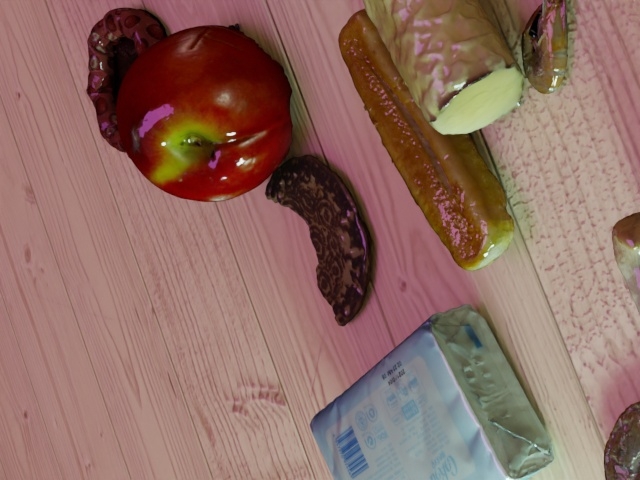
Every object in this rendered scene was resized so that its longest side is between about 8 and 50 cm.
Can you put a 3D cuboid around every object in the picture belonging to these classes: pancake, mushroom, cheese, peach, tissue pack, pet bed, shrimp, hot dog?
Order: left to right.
[{"bbox_3d":[-0.237,-0.198,1.856,0.201,0.053,0.201,16,110,54],"label":"pet bed"},{"bbox_3d":[-0.123,-0.146,1.642,0.196,0.226,0.190,-33,109,21],"label":"peach"},{"bbox_3d":[0.000,0.000,1.613,0.184,0.020,0.190,5,105,54],"label":"pancake"},{"bbox_3d":[0.100,-0.101,1.390,0.088,0.061,0.286,-47,62,48],"label":"hot dog"},{"bbox_3d":[0.106,0.198,1.473,0.263,0.089,0.177,-46,65,49],"label":"tissue pack"},{"bbox_3d":[0.103,-0.183,1.310,0.167,0.094,0.123,61,-174,21],"label":"cheese"},{"bbox_3d":[0.191,-0.179,1.266,0.059,0.023,0.108,32,127,57],"label":"shrimp"},{"bbox_3d":[0.302,0.207,1.244,0.158,0.028,0.158,20,115,50],"label":"pancake"},{"bbox_3d":[0.292,0.069,1.175,0.054,0.059,0.202,127,123,-69],"label":"mushroom"}]
